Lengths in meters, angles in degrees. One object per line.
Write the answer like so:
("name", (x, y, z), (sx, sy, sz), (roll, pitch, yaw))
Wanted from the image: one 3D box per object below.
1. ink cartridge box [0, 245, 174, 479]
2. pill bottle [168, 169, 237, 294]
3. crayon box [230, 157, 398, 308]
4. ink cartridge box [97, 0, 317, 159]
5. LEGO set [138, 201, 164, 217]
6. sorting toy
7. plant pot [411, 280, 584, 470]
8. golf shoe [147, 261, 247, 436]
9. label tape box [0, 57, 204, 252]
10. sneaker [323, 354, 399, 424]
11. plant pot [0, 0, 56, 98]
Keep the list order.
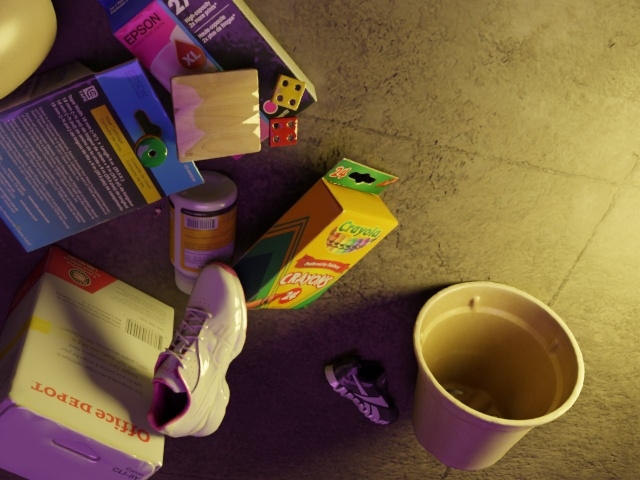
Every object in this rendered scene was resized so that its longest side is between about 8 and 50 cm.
("ink cartridge box", (-0.424, 0.234, 1.297), (0.279, 0.385, 0.160), (35, 115, -27))
("pill bottle", (-0.211, -0.010, 1.314), (0.119, 0.119, 0.209), (2, 126, -9))
("crayon box", (0.000, 0.000, 1.316), (0.318, 0.081, 0.202), (-44, 153, 23))
("ink cartridge box", (-0.184, -0.308, 1.139), (0.175, 0.069, 0.371), (-34, 121, 16))
("LEGO set", (-0.320, -0.068, 1.316), (0.083, 0.023, 0.054), (19, 121, -20))
("sorting toy", (-0.156, -0.200, 1.138), (0.274, 0.046, 0.132), (-11, 119, -20))
("plant pot", (0.325, 0.308, 1.524), (0.333, 0.334, 0.305), (1, 138, -8))
("golf shoe", (-0.209, 0.187, 1.235), (0.115, 0.140, 0.306), (9, 90, 30))
("label tape box", (-0.390, -0.151, 1.195), (0.333, 0.106, 0.241), (-20, 126, 5))
("sneaker", (0.117, 0.330, 1.632), (0.106, 0.078, 0.234), (-37, 120, 21))
("plant pot", (-0.525, -0.271, 0.973), (0.284, 0.191, 0.284), (8, 146, 6))
